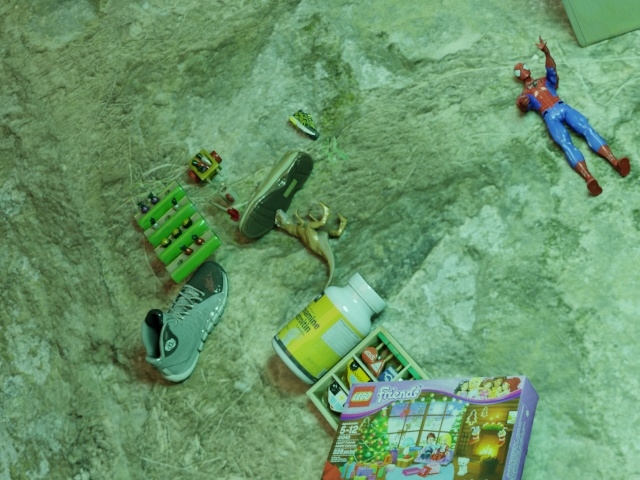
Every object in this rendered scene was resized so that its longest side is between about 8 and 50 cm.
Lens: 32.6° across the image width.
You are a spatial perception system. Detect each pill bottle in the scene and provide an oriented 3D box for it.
[{"bbox_3d":[0.017,0.140,1.779,0.184,0.103,0.103,-43,53,2],"label":"pill bottle"}]

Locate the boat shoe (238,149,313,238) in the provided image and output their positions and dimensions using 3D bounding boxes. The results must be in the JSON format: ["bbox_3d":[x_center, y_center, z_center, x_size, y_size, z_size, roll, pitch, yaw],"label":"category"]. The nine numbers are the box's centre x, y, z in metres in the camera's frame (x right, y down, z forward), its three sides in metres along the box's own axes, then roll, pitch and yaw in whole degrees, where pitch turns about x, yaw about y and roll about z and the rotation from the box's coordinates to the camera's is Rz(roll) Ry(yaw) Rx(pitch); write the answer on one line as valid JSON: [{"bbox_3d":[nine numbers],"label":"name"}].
[{"bbox_3d":[-0.090,-0.085,1.986,0.190,0.068,0.072,-50,40,-14],"label":"boat shoe"}]

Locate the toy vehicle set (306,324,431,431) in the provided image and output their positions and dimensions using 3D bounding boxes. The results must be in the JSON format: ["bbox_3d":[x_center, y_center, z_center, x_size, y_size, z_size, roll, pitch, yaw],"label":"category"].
[{"bbox_3d":[0.115,0.276,1.698,0.166,0.035,0.267,-43,54,1],"label":"toy vehicle set"}]

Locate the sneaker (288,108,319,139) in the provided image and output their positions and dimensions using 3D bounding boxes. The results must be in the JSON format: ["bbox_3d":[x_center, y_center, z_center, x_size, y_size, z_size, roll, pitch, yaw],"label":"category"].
[{"bbox_3d":[-0.026,-0.219,2.033,0.035,0.031,0.083,-47,53,-2],"label":"sneaker"}]

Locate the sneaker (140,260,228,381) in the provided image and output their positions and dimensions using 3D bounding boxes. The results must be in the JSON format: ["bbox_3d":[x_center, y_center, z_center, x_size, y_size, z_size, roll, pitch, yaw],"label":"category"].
[{"bbox_3d":[-0.242,0.124,1.906,0.086,0.132,0.229,7,69,31],"label":"sneaker"}]

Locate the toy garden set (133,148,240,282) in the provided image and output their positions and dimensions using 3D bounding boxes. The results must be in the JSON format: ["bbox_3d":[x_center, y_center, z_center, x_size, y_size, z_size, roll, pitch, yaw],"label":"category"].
[{"bbox_3d":[-0.240,-0.062,2.017,0.204,0.049,0.244,-42,39,0],"label":"toy garden set"}]

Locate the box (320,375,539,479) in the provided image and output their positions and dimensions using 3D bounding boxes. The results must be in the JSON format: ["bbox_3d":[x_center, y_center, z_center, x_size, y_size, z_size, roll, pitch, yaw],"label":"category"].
[{"bbox_3d":[0.150,0.294,1.556,0.293,0.057,0.201,-8,45,34],"label":"box"}]

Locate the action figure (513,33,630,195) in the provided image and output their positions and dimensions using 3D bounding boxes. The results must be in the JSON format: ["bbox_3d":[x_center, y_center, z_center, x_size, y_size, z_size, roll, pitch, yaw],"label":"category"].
[{"bbox_3d":[0.380,-0.214,1.758,0.091,0.139,0.280,-35,52,6],"label":"action figure"}]

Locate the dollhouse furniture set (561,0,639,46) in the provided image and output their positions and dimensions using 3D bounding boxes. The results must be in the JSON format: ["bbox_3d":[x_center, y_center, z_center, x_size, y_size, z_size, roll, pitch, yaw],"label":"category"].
[{"bbox_3d":[0.442,-0.570,1.830,0.362,0.256,0.394,-16,59,19],"label":"dollhouse furniture set"}]

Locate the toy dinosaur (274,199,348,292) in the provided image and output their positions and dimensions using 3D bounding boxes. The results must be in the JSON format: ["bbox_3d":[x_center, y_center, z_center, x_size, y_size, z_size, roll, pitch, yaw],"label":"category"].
[{"bbox_3d":[0.000,0.000,1.899,0.112,0.064,0.211,-54,45,10],"label":"toy dinosaur"}]
